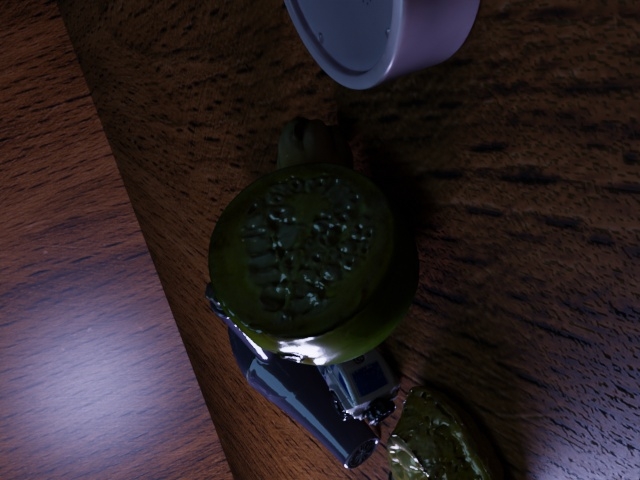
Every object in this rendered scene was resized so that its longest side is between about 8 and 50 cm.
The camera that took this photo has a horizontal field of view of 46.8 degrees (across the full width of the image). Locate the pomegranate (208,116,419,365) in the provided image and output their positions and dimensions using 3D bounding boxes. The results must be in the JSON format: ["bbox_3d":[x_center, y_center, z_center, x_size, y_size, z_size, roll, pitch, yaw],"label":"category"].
[{"bbox_3d":[-0.010,0.011,0.732,0.241,0.190,0.159,56,-178,26],"label":"pomegranate"}]

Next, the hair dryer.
[{"bbox_3d":[-0.070,0.153,1.013,0.301,0.121,0.361,43,172,35],"label":"hair dryer"}]

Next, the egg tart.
[{"bbox_3d":[0.126,0.246,0.789,0.191,0.074,0.191,53,154,40],"label":"egg tart"}]

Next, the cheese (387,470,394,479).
[{"bbox_3d":[0.152,0.398,0.916,0.127,0.050,0.235,19,128,64],"label":"cheese"}]

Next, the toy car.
[{"bbox_3d":[0.034,0.147,0.906,0.170,0.080,0.070,55,157,32],"label":"toy car"}]

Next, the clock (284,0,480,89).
[{"bbox_3d":[0.031,-0.213,0.536,0.197,0.068,0.197,52,155,37],"label":"clock"}]
